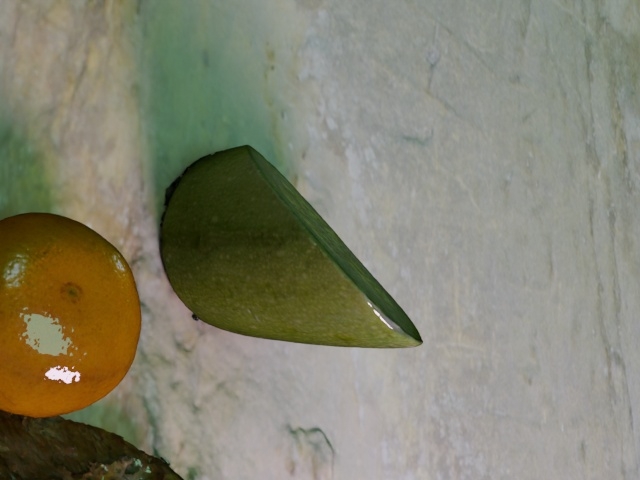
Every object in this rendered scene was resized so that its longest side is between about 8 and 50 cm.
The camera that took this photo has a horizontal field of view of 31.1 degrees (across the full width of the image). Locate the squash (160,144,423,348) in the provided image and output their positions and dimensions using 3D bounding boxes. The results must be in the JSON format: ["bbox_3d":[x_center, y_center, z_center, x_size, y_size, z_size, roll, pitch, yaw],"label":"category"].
[{"bbox_3d":[0.000,0.000,0.999,0.189,0.260,0.189,4,84,-42],"label":"squash"}]

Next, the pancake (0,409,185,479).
[{"bbox_3d":[-0.189,0.249,0.808,0.356,0.065,0.356,40,23,-21],"label":"pancake"}]

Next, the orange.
[{"bbox_3d":[-0.213,0.057,0.868,0.156,0.124,0.156,19,58,-33],"label":"orange"}]
